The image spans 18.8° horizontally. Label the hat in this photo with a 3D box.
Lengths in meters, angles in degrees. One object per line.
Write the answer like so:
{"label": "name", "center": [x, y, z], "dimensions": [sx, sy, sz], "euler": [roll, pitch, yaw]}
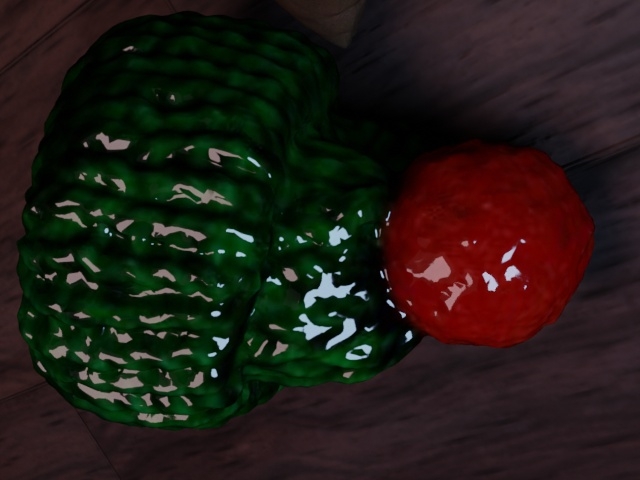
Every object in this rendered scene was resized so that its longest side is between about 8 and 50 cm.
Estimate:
{"label": "hat", "center": [0.000, 0.000, 1.169], "dimensions": [0.332, 0.274, 0.242], "euler": [6, 143, 14]}

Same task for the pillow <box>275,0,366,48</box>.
{"label": "pillow", "center": [-0.070, -0.265, 1.053], "dimensions": [0.308, 0.108, 0.305], "euler": [44, 166, 10]}
